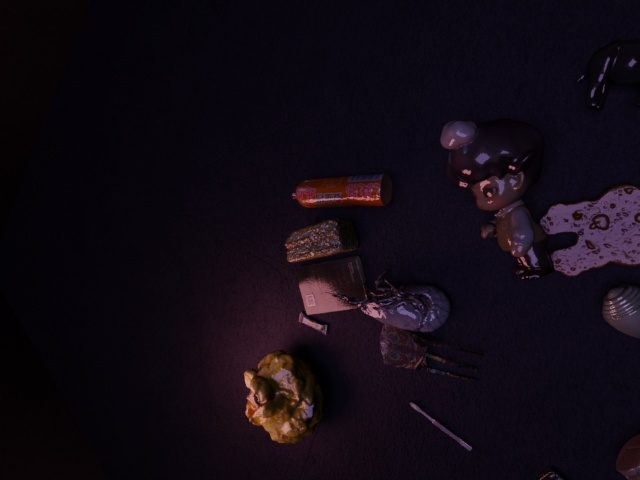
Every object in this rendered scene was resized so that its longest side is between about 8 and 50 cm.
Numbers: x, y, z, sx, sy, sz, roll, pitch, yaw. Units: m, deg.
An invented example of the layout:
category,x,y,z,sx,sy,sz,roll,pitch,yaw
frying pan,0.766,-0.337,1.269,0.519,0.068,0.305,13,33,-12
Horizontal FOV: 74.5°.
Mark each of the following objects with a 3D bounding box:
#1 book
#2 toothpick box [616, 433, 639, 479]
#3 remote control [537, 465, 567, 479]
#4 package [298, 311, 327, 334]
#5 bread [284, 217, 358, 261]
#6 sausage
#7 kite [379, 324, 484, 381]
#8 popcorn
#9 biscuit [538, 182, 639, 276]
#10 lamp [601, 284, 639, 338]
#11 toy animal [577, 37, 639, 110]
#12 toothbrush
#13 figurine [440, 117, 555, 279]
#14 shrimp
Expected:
category,x,y,z,sx,sy,sz,roll,pitch,yaw
book,0.036,0.144,1.302,0.228,0.024,0.160,-14,91,30
toothpick box,0.744,0.510,0.885,0.181,0.111,0.111,38,113,19
remote control,0.644,0.656,1.010,0.245,0.025,0.063,41,115,19
package,-0.024,0.267,1.357,0.110,0.015,0.037,20,111,28
bread,0.000,0.000,1.243,0.196,0.138,0.102,-15,84,32
sausage,0.047,-0.140,1.222,0.312,0.093,0.092,1,96,30
kite,0.297,0.316,1.159,0.286,0.015,0.152,7,117,27
popcorn,-0.117,0.492,1.329,0.252,0.215,0.286,-12,83,-8
biscuit,0.645,-0.027,0.918,0.295,0.044,0.185,-13,92,32
lamp,0.688,0.176,0.889,0.193,0.106,0.106,47,116,7
toy animal,0.653,-0.332,0.834,0.245,0.115,0.146,16,104,28
toothbrush,0.335,0.516,1.177,0.194,0.017,0.014,34,110,22
figurine,0.400,-0.094,0.958,0.206,0.218,0.364,-6,94,21
shrimp,0.182,0.163,1.164,0.343,0.116,0.145,7,101,20
